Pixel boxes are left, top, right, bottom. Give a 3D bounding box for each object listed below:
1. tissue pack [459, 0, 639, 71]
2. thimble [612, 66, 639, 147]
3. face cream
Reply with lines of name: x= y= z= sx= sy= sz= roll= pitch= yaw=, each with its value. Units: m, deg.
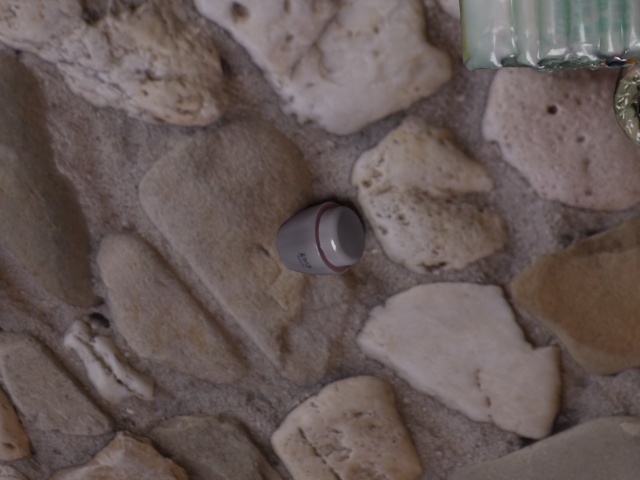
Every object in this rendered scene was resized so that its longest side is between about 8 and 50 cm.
tissue pack: x=0.201 y=-0.327 z=0.772 sx=0.162 sy=0.287 sz=0.388 roll=0 pitch=99 yaw=24
thimble: x=0.354 y=-0.144 z=1.058 sx=0.084 sy=0.062 sz=0.110 roll=-1 pitch=122 yaw=24
face cream: x=0.000 y=0.000 z=1.263 sx=0.095 sy=0.091 sz=0.091 roll=-11 pitch=118 yaw=34
